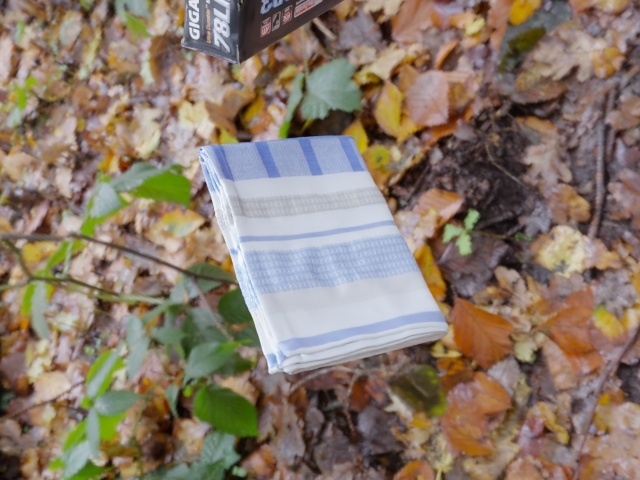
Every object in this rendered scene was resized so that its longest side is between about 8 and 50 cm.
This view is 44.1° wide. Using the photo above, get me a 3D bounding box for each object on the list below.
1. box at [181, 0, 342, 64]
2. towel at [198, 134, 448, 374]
[{"bbox_3d":[-0.012,-0.344,0.695,0.073,0.295,0.293,25,132,19],"label":"box"},{"bbox_3d":[0.000,0.000,0.847,0.284,0.209,0.034,67,150,28],"label":"towel"}]
